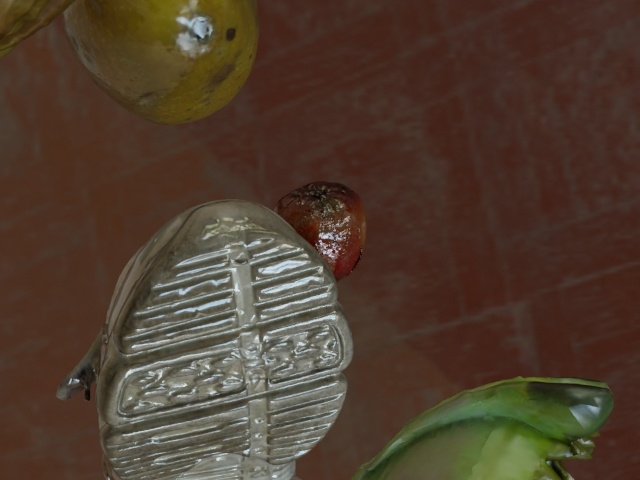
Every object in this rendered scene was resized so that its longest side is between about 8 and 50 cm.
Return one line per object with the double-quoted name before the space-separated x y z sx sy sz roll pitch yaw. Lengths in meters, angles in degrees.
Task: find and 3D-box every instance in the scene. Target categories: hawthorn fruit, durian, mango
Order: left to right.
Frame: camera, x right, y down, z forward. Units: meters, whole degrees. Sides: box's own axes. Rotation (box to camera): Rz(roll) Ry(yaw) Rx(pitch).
"mango" -0.153 -0.190 1.768 0.329 0.176 0.176 117 142 -72
"durian" -0.014 0.202 0.581 0.132 0.106 0.375 29 101 6
"hawthorn fruit" 0.000 -0.005 1.380 0.077 0.077 0.077 2 93 40

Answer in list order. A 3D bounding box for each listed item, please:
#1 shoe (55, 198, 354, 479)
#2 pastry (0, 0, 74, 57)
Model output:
"shoe" -0.096 0.089 1.356 0.198 0.172 0.351 -113 26 -45
"pastry" -0.196 -0.193 0.866 0.240 0.132 0.235 36 107 8
